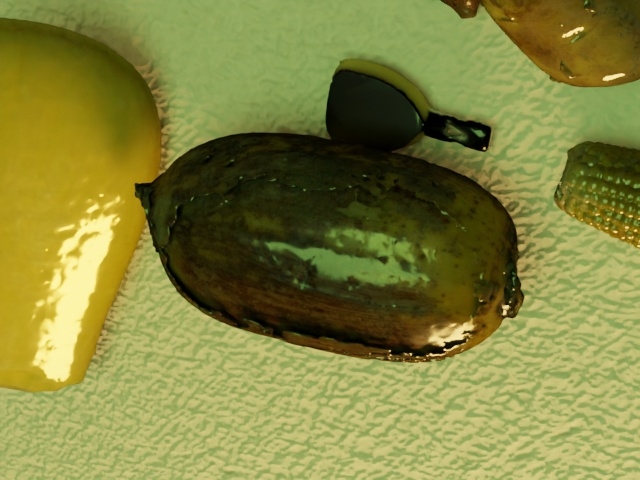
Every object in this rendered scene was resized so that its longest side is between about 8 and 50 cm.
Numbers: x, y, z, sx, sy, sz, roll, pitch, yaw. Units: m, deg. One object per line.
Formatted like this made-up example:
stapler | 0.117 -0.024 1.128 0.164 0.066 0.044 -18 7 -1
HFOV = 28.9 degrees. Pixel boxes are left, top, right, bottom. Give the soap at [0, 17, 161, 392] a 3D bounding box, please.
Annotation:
soap | -0.336 -0.032 1.299 0.306 0.115 0.427 13 117 -20

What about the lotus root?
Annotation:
lotus root | 0.000 0.000 1.178 0.398 0.179 0.195 9 109 18

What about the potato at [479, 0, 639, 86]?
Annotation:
potato | 0.211 -0.207 1.039 0.137 0.137 0.176 -33 114 31

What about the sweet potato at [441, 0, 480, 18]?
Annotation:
sweet potato | 0.082 -0.280 1.112 0.056 0.056 0.195 -34 88 31

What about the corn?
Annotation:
corn | 0.356 -0.012 1.059 0.320 0.097 0.097 19 115 20

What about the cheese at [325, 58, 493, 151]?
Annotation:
cheese | 0.085 -0.117 1.177 0.163 0.036 0.086 17 113 19
